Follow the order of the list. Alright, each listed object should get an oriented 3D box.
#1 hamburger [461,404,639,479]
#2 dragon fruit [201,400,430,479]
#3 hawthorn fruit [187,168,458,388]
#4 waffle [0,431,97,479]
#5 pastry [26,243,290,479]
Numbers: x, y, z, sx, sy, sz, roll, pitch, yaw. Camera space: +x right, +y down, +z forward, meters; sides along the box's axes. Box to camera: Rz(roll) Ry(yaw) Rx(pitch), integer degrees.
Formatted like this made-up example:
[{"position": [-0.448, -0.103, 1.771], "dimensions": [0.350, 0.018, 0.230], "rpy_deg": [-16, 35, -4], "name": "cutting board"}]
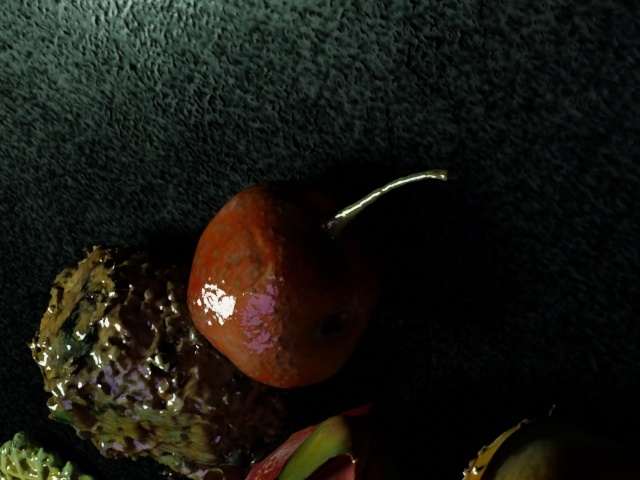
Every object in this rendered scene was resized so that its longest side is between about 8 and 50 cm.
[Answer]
[{"position": [0.190, 0.253, 0.990], "dimensions": [0.237, 0.237, 0.147], "rpy_deg": [54, 147, -14], "name": "hamburger"}, {"position": [0.002, 0.304, 1.090], "dimensions": [0.226, 0.305, 0.305], "rpy_deg": [-24, 112, 8], "name": "dragon fruit"}, {"position": [0.000, 0.000, 0.990], "dimensions": [0.165, 0.165, 0.285], "rpy_deg": [41, 135, 3], "name": "hawthorn fruit"}, {"position": [-0.357, 0.347, 1.673], "dimensions": [0.208, 0.054, 0.214], "rpy_deg": [41, 139, -3], "name": "waffle"}, {"position": [-0.163, 0.130, 1.203], "dimensions": [0.275, 0.193, 0.274], "rpy_deg": [21, 135, 23], "name": "pastry"}]
